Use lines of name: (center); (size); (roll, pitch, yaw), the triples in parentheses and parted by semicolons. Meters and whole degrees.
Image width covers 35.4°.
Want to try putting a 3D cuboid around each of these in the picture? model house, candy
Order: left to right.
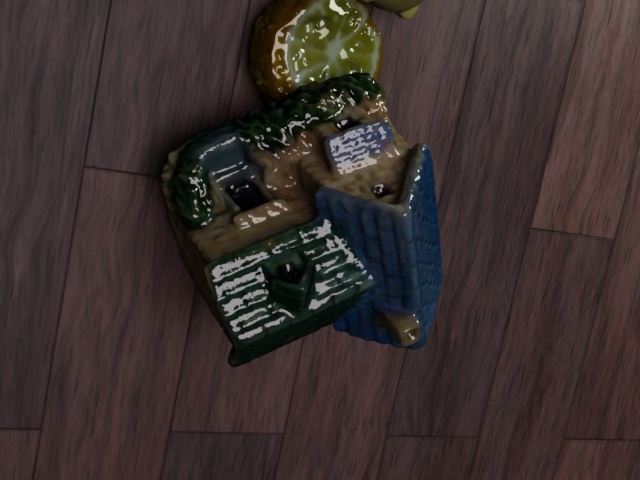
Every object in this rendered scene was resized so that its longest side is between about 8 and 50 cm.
candy: (-0.005, -0.341, 1.854); (0.260, 0.118, 0.260); (-8, 109, -25)
model house: (0.000, 0.000, 1.740); (0.445, 0.400, 0.395); (-20, 135, -15)

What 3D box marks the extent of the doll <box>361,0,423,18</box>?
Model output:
doll: (0.150, -0.550, 1.845); (0.177, 0.161, 0.260); (6, 100, -49)
